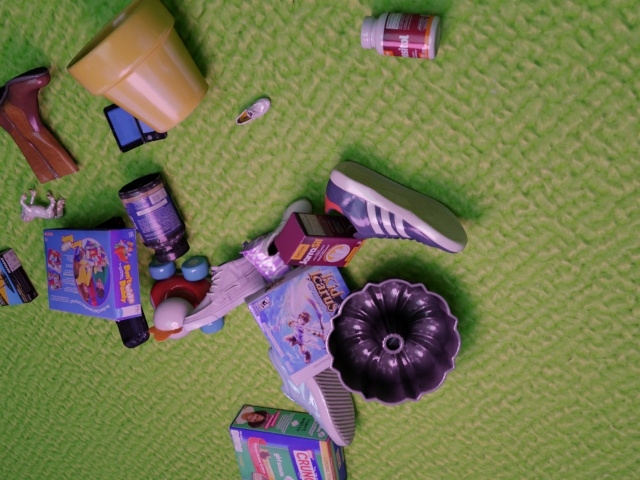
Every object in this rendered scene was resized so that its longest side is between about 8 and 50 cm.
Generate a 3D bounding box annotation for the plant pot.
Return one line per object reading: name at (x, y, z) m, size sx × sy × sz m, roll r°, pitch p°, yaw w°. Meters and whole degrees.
plant pot at (-0.390, -0.383, 1.529) m, size 0.254 × 0.254 × 0.239 m, roll -25°, pitch 124°, yaw 31°

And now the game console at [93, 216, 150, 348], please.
game console at (-0.568, 0.126, 1.891) m, size 0.213 × 0.044 × 0.361 m, roll -31°, pitch 74°, yaw 39°

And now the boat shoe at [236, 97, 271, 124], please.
boat shoe at (-0.160, -0.302, 1.599) m, size 0.100 × 0.035 × 0.035 m, roll -23°, pitch 109°, yaw 30°

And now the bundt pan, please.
bundt pan at (0.174, 0.233, 1.692) m, size 0.330 × 0.124 × 0.331 m, roll 0°, pitch 105°, yaw -1°

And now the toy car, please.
toy car at (-0.404, 0.194, 1.859) m, size 0.210 × 0.238 × 0.219 m, roll 0°, pitch 119°, yaw 20°

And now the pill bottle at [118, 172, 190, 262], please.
pill bottle at (-0.431, -0.056, 1.792) m, size 0.122 × 0.123 × 0.219 m, roll -10°, pitch 114°, yaw 25°

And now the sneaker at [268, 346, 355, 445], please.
sneaker at (-0.025, 0.425, 1.931) m, size 0.150 × 0.135 × 0.366 m, roll -18°, pitch 103°, yaw 36°

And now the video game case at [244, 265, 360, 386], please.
video game case at (-0.025, 0.202, 1.749) m, size 0.244 × 0.061 × 0.269 m, roll -31°, pitch 110°, yaw -7°

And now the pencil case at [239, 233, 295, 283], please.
pencil case at (-0.119, 0.078, 1.774) m, size 0.206 × 0.088 × 0.086 m, roll 51°, pitch 142°, yaw -14°

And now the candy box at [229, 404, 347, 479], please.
candy box at (-0.094, 0.657, 2.085) m, size 0.317 × 0.122 × 0.268 m, roll 1°, pitch 119°, yaw 18°

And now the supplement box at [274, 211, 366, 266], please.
supplement box at (0.000, 0.000, 1.625) m, size 0.104 × 0.188 × 0.081 m, roll -55°, pitch 48°, yaw 34°

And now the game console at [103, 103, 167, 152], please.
game console at (-0.460, -0.293, 1.696) m, size 0.107 × 0.071 × 0.122 m, roll -6°, pitch 117°, yaw 24°

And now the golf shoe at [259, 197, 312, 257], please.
golf shoe at (-0.077, -0.024, 1.676) m, size 0.069 × 0.086 × 0.176 m, roll 36°, pitch 98°, yaw -15°

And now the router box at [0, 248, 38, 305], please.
router box at (-0.994, 0.119, 2.152) m, size 0.133 × 0.046 × 0.179 m, roll -9°, pitch 116°, yaw 25°

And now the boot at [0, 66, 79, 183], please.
boot at (-0.732, -0.292, 1.784) m, size 0.264 × 0.096 × 0.280 m, roll -18°, pitch 112°, yaw 28°

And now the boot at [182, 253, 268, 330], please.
boot at (-0.268, 0.125, 1.787) m, size 0.095 × 0.258 × 0.123 m, roll 0°, pitch 118°, yaw 61°

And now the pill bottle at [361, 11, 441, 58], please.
pill bottle at (0.163, -0.417, 1.381) m, size 0.152 × 0.086 × 0.086 m, roll 9°, pitch 122°, yaw 16°

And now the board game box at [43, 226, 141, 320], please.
board game box at (-0.630, 0.083, 1.858) m, size 0.347 × 0.078 × 0.233 m, roll 2°, pitch 97°, yaw 41°

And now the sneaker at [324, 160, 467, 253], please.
sneaker at (0.165, -0.044, 1.578) m, size 0.350 × 0.131 × 0.148 m, roll 31°, pitch 124°, yaw 13°

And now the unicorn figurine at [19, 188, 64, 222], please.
unicorn figurine at (-0.815, -0.093, 1.952) m, size 0.162 × 0.060 × 0.111 m, roll 16°, pitch 123°, yaw 11°
